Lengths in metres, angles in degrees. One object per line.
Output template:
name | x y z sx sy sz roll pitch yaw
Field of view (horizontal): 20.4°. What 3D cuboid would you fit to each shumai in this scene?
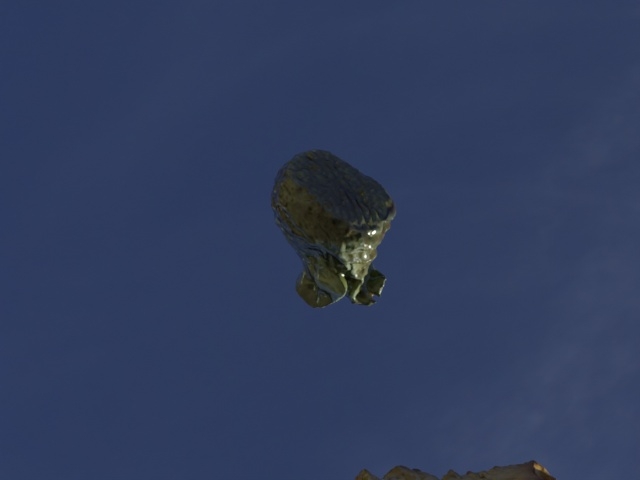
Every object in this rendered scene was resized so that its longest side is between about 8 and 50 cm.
shumai | 0.000 0.000 1.019 0.083 0.082 0.080 56 -51 40

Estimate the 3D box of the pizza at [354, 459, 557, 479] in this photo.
pizza | 0.082 0.192 0.994 0.056 0.271 0.134 164 -74 -66
